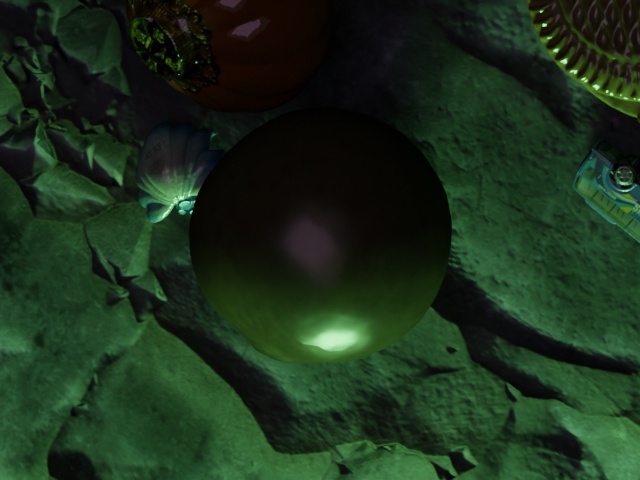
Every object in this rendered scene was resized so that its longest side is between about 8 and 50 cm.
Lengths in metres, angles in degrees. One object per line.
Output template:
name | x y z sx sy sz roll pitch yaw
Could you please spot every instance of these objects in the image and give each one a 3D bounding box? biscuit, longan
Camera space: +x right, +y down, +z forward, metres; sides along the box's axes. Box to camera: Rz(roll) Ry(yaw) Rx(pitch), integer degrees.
biscuit | 0.310 -0.233 1.510 0.259 0.079 0.259 0 90 25
longan | 0.000 0.000 1.588 0.258 0.258 0.258 4 102 17

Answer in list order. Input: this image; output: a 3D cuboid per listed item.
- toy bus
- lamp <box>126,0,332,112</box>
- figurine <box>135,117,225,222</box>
toy bus | 0.309 -0.031 1.585 0.153 0.051 0.061 39 116 6
lamp | -0.090 -0.227 1.593 0.223 0.196 0.223 33 144 29
figurine | -0.149 -0.080 1.716 0.114 0.079 0.114 -18 63 38
